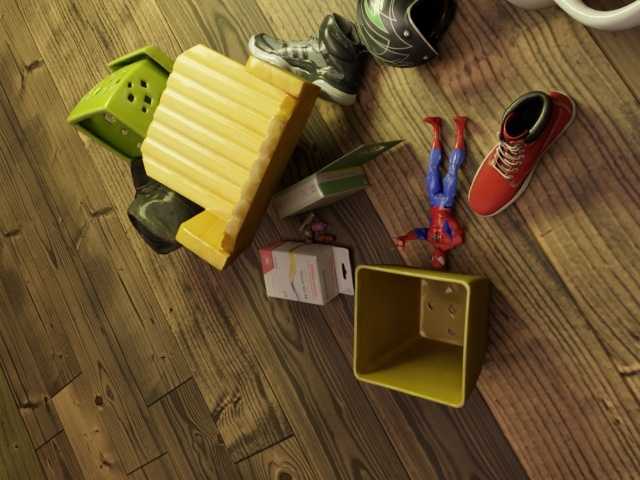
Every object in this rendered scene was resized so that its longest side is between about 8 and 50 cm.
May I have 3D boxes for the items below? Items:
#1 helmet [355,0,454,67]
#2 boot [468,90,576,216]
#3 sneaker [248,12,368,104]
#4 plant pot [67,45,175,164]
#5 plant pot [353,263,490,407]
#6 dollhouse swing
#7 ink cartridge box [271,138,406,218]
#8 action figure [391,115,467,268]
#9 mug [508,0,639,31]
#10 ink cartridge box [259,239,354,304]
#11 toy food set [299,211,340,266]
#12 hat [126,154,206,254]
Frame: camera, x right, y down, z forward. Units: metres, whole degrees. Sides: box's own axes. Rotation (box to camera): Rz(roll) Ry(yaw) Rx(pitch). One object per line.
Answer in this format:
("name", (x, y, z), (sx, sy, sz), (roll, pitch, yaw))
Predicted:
("helmet", (0.143, -0.386, 1.066), (0.169, 0.169, 0.161), (29, 98, 30))
("boot", (0.297, -0.133, 0.986), (0.088, 0.176, 0.244), (43, 122, 21))
("sneaker", (-0.017, -0.390, 1.226), (0.269, 0.101, 0.153), (35, 116, 21))
("plant pot", (-0.406, -0.307, 1.417), (0.227, 0.228, 0.207), (2, 64, 48))
("plant pot", (0.200, 0.143, 1.099), (0.212, 0.187, 0.212), (8, 103, 35))
("dollhouse swing", (-0.212, -0.191, 1.135), (0.305, 0.315, 0.346), (27, 104, 1))
("ink cartridge box", (0.043, -0.118, 1.180), (0.235, 0.171, 0.056), (-22, 88, 37))
("action figure", (0.201, -0.079, 1.097), (0.091, 0.139, 0.280), (7, 105, 37))
("mug", (0.369, -0.448, 0.798), (0.328, 0.276, 0.374), (-42, 55, 44))
("ink cartridge box", (-0.030, 0.069, 1.320), (0.198, 0.067, 0.115), (4, 113, 36))
("toy food set", (0.000, 0.000, 1.327), (0.122, 0.019, 0.078), (48, 122, 20))
("hat", (-0.355, -0.047, 1.427), (0.331, 0.134, 0.331), (26, 143, 21))
